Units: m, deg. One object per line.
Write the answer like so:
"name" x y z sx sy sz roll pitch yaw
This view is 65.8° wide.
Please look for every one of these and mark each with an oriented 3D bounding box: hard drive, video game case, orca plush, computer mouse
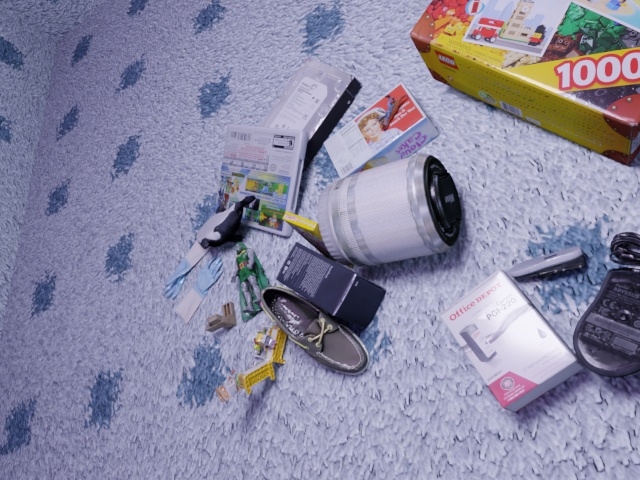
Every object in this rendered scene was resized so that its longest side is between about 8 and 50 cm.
"hard drive" -0.055 -0.381 1.512 0.237 0.064 0.338 40 95 39
"video game case" -0.187 -0.190 1.487 0.329 0.036 0.299 16 99 39
"orca plush" -0.272 -0.043 1.503 0.287 0.102 0.151 -40 33 35
"computer mouse" 0.548 0.127 0.859 0.189 0.072 0.272 30 77 42

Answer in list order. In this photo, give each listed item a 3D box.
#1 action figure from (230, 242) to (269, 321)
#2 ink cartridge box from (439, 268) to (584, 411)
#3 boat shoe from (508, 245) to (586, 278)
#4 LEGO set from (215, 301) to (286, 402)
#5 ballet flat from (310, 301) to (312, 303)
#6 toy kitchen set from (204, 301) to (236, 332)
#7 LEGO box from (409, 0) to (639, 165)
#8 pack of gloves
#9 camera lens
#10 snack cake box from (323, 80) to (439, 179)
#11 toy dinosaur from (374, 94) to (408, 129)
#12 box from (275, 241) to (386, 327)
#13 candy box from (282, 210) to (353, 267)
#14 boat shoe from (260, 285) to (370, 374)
"action figure" -0.211 0.098 1.422 0.137 0.064 0.232 -37 50 21
"ink cartridge box" 0.358 0.189 0.949 0.159 0.092 0.217 -41 51 15
"boat shoe" 0.446 0.053 0.974 0.142 0.049 0.040 -23 97 32
"LEGO set" -0.175 0.293 1.263 0.107 0.132 0.286 -1 48 41
"ballet flat" -0.011 0.193 1.247 0.041 0.041 0.114 -49 50 9
"toy kitchen set" -0.297 0.215 1.414 0.068 0.083 0.075 -29 56 22
"LEGO box" 0.504 -0.443 1.005 0.500 0.193 0.372 38 96 32
"pack of gloves" -0.416 0.114 1.571 0.195 0.046 0.232 39 95 41
"camera lens" 0.160 -0.062 1.116 0.275 0.219 0.219 -13 63 31
"snack cake box" 0.153 -0.267 1.295 0.264 0.089 0.152 -35 52 19
"toy dinosaur" 0.171 -0.317 1.222 0.090 0.047 0.082 -5 85 23
"box" 0.025 0.106 1.185 0.207 0.153 0.108 27 88 41
"candy box" 0.000 0.000 1.213 0.105 0.206 0.027 19 74 39
"boat shoe" -0.020 0.209 1.165 0.305 0.091 0.109 34 82 20
